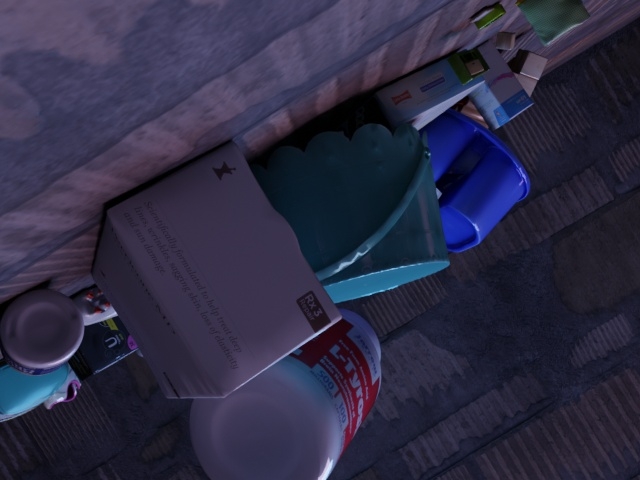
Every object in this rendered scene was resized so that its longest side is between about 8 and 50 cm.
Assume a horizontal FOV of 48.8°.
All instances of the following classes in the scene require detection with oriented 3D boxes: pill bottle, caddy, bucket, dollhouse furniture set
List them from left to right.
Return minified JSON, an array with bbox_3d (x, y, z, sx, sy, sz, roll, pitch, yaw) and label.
[{"bbox_3d":[-0.358,0.123,0.900,0.094,0.094,0.169,-31,179,-28],"label":"pill bottle"},{"bbox_3d":[-0.029,0.246,1.181,0.229,0.229,0.408,-32,179,21],"label":"pill bottle"},{"bbox_3d":[0.035,-0.022,0.959,0.281,0.183,0.281,-14,169,-3],"label":"bucket"},{"bbox_3d":[0.241,-0.120,1.297,0.179,0.241,0.341,-51,179,-9],"label":"caddy"},{"bbox_3d":[0.222,-0.244,0.816,0.152,0.076,0.059,-31,-179,41],"label":"dollhouse furniture set"}]

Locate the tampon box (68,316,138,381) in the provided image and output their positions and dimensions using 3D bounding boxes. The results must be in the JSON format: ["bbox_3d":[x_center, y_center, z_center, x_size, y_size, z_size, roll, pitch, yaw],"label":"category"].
[{"bbox_3d":[-0.451,0.200,1.410,0.101,0.120,0.161,-31,180,-32],"label":"tampon box"}]

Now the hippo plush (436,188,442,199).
[{"bbox_3d":[0.208,-0.167,1.648,0.295,0.234,0.236,-10,-133,11],"label":"hippo plush"}]

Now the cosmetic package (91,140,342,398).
[{"bbox_3d":[-0.148,0.061,0.840,0.156,0.217,0.385,-32,178,-22],"label":"cosmetic package"}]

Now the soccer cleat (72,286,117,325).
[{"bbox_3d":[-0.352,0.100,1.181,0.076,0.068,0.196,-26,175,23],"label":"soccer cleat"}]

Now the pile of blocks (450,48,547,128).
[{"bbox_3d":[0.282,-0.276,1.393,0.113,0.148,0.362,15,148,-20],"label":"pile of blocks"}]

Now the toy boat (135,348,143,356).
[{"bbox_3d":[-0.363,0.171,1.596,0.318,0.148,0.267,-29,-170,47],"label":"toy boat"}]

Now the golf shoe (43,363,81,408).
[{"bbox_3d":[-0.606,0.305,1.625,0.115,0.140,0.306,-33,-179,0],"label":"golf shoe"}]

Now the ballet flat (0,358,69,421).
[{"bbox_3d":[-0.655,0.307,1.355,0.123,0.123,0.349,-32,180,42],"label":"ballet flat"}]

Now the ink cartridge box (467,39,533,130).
[{"bbox_3d":[0.270,-0.244,1.120,0.052,0.122,0.088,-35,180,-6],"label":"ink cartridge box"}]

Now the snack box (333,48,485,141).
[{"bbox_3d":[0.085,-0.166,1.089,0.187,0.060,0.322,-31,179,-30],"label":"snack box"}]
